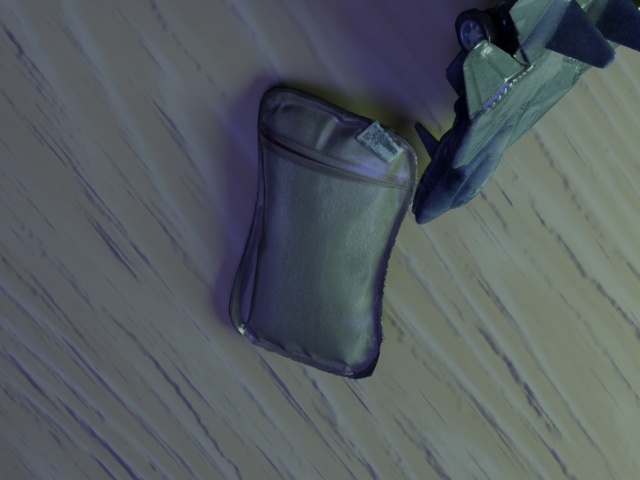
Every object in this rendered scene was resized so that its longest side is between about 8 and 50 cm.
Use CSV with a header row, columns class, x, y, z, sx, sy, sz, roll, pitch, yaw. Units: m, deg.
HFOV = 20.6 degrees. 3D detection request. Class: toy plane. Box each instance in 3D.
class,x,y,z,sx,sy,sz,roll,pitch,yaw
toy plane,0.117,-0.098,1.182,0.088,0.212,0.267,61,143,12

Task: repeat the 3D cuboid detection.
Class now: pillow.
class,x,y,z,sx,sy,sz,roll,pitch,yaw
pillow,0.000,0.000,1.285,0.131,0.038,0.232,20,126,17
